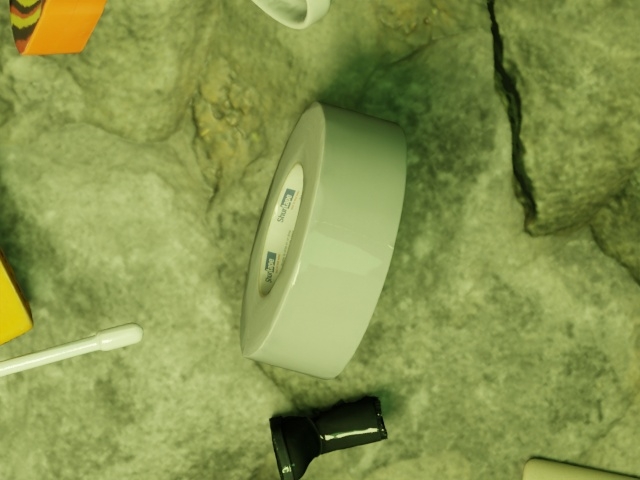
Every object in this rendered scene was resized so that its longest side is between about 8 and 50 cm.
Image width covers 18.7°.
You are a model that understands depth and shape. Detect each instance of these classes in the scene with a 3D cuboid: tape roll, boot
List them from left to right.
[{"bbox_3d":[0.000,0.000,1.586,0.072,0.219,0.219,15,96,-11],"label":"tape roll"},{"bbox_3d":[0.008,0.169,1.667,0.099,0.121,0.045,-10,102,-2],"label":"boot"}]

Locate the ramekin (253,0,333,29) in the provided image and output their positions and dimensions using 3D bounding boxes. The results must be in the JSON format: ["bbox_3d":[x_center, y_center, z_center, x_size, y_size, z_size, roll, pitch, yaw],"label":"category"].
[{"bbox_3d":[-0.031,-0.282,1.550,0.109,0.207,0.207,-38,103,-12],"label":"ramekin"}]

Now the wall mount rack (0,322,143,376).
[{"bbox_3d":[-0.265,0.219,1.579,0.304,0.130,0.350,-43,139,-37],"label":"wall mount rack"}]

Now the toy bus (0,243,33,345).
[{"bbox_3d":[-0.346,-0.059,1.561,0.108,0.130,0.332,-25,102,-4],"label":"toy bus"}]

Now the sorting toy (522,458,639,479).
[{"bbox_3d":[0.258,0.313,1.744,0.193,0.038,0.208,12,80,-11],"label":"sorting toy"}]

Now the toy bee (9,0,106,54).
[{"bbox_3d":[-0.169,-0.267,1.510,0.195,0.298,0.162,4,69,-48],"label":"toy bee"}]
